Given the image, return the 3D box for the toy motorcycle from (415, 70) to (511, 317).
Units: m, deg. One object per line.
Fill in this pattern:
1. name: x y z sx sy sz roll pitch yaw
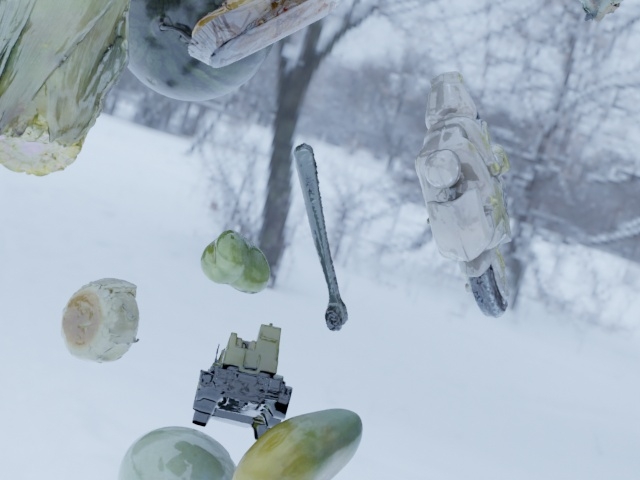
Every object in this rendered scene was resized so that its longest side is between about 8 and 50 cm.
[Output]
1. toy motorcycle: 0.192 -0.076 1.703 0.108 0.340 0.223 -16 -38 21

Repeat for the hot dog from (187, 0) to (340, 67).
1. hot dog: -0.077 -0.328 1.828 0.069 0.253 0.131 56 -13 15

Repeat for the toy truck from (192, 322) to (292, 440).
1. toy truck: -0.111 0.204 1.803 0.127 0.127 0.257 11 -23 -4

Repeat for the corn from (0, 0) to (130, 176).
1. corn: -0.273 -0.201 1.307 0.122 0.305 0.123 -26 -45 37

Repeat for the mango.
1. mango: -0.027 0.282 1.612 0.091 0.137 0.237 46 20 20

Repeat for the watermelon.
1. watermelon: -0.209 -0.371 2.105 0.279 0.278 0.359 18 19 6

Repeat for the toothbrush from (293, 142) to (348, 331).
1. toothbrush: 0.000 0.000 1.681 0.030 0.297 0.030 4 37 22

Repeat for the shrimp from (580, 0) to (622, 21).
1. shrimp: 0.505 -0.562 2.371 0.287 0.068 0.185 53 -41 -9

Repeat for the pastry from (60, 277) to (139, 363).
1. pastry: -0.384 0.140 2.228 0.166 0.165 0.088 21 2 41

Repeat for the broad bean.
1. broad bean: -0.078 0.020 1.179 0.083 0.045 0.063 20 39 -58

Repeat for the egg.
1. egg: -0.217 0.371 1.934 0.183 0.183 0.217 14 25 -40
